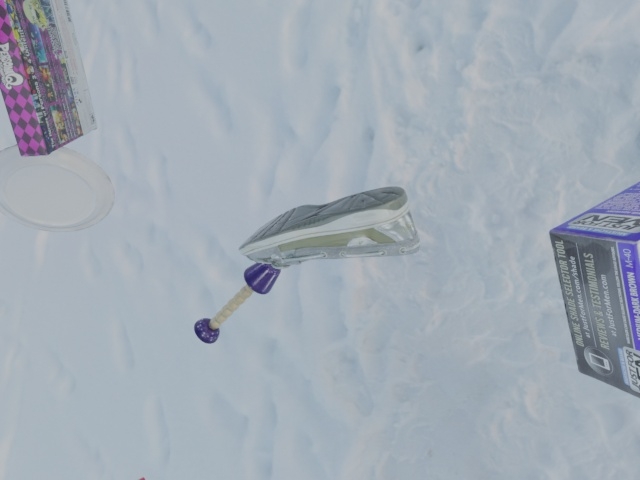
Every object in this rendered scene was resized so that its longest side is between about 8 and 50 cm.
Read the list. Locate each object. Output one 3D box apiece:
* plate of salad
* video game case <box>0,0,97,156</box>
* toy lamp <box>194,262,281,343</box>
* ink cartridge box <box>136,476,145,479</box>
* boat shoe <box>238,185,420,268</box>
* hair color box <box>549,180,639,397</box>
[{"bbox_3d":[-0.461,-0.091,0.821,0.199,0.199,0.048,-38,46,23],"label":"plate of salad"},{"bbox_3d":[-0.391,-0.255,0.673,0.210,0.041,0.232,-106,11,-66],"label":"video game case"},{"bbox_3d":[-0.198,0.141,1.145,0.274,0.080,0.080,-42,55,24],"label":"toy lamp"},{"bbox_3d":[-0.373,0.530,0.879,0.063,0.150,0.109,-29,80,15],"label":"ink cartridge box"},{"bbox_3d":[0.002,-0.001,0.779,0.320,0.118,0.103,-14,110,29],"label":"boat shoe"},{"bbox_3d":[0.432,0.012,0.539,0.110,0.338,0.185,20,133,67],"label":"hair color box"}]
